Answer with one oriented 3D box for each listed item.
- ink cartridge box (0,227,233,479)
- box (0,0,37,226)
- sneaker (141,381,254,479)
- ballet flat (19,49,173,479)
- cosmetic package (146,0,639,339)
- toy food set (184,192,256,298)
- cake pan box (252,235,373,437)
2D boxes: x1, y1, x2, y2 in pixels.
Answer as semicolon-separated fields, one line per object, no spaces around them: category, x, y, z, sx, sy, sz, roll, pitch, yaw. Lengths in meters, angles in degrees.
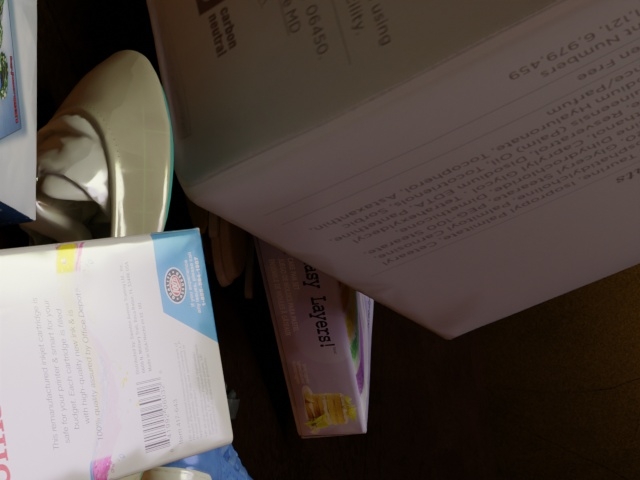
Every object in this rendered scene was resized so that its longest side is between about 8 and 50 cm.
ink cartridge box;-0.120;0.050;0.444;0.143;0.090;0.092;-6;87;-50
box;-0.177;-0.136;0.485;0.159;0.044;0.233;45;40;-68
sneaker;-0.069;0.131;0.742;0.152;0.058;0.085;40;52;-61
ballet flat;-0.122;0.010;0.573;0.086;0.086;0.248;45;41;-68
cosmetic package;0.112;-0.168;0.816;0.393;0.327;0.329;31;39;-55
toy food set;-0.078;-0.031;0.864;0.192;0.038;0.132;76;16;-71
cake pan box;0.000;0.000;1.031;0.267;0.070;0.246;-82;167;-57
